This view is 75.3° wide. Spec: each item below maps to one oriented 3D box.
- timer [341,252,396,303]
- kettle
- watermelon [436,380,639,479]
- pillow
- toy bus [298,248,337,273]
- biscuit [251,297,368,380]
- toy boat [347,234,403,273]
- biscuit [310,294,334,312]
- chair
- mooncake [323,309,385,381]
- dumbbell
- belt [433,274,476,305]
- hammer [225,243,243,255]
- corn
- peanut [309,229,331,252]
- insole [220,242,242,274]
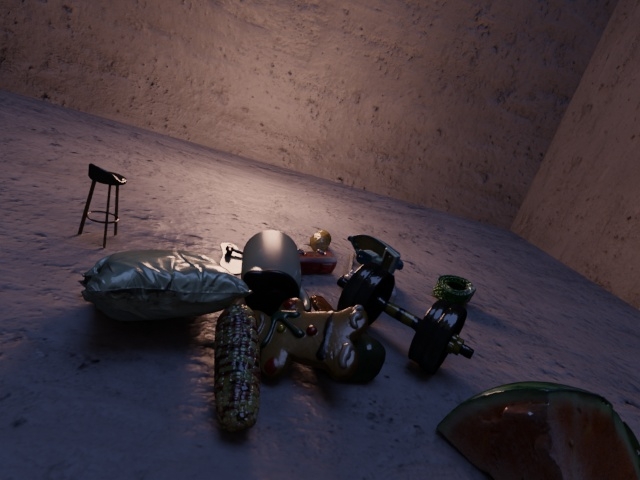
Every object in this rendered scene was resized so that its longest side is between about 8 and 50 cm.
[{"bbox_3d":[0.167,0.121,1.398,0.178,0.078,0.253,19,18,1],"label":"timer"},{"bbox_3d":[-0.109,0.107,1.095,0.221,0.161,0.236,45,10,-21],"label":"kettle"},{"bbox_3d":[0.447,0.356,0.765,0.292,0.222,0.319,-2,26,-36],"label":"watermelon"},{"bbox_3d":[-0.324,0.089,0.858,0.310,0.138,0.283,3,0,-33],"label":"pillow"},{"bbox_3d":[-0.031,0.074,1.381,0.192,0.065,0.077,2,35,-39],"label":"toy bus"},{"bbox_3d":[-0.059,0.196,0.860,0.302,0.049,0.196,3,38,15],"label":"biscuit"},{"bbox_3d":[0.169,0.039,1.372,0.102,0.088,0.215,-2,29,-44],"label":"toy boat"},{"bbox_3d":[0.015,0.188,1.086,0.102,0.019,0.130,43,12,-22],"label":"biscuit"},{"bbox_3d":[-0.583,-0.102,1.128,0.104,0.221,0.095,23,23,14],"label":"chair"},{"bbox_3d":[0.065,0.235,0.940,0.175,0.104,0.168,30,16,23],"label":"mooncake"},{"bbox_3d":[0.206,0.191,1.069,0.388,0.185,0.185,28,21,27],"label":"dumbbell"},{"bbox_3d":[0.485,0.188,1.513,0.151,0.079,0.121,-3,35,-22],"label":"belt"},{"bbox_3d":[-0.218,0.052,1.332,0.178,0.021,0.065,19,17,-12],"label":"hammer"},{"bbox_3d":[-0.149,0.225,0.746,0.086,0.086,0.253,10,35,-21],"label":"corn"},{"bbox_3d":[0.000,0.000,1.604,0.080,0.080,0.174,18,15,2],"label":"peanut"},{"bbox_3d":[-0.277,0.053,1.300,0.080,0.003,0.232,11,19,-20],"label":"insole"}]
